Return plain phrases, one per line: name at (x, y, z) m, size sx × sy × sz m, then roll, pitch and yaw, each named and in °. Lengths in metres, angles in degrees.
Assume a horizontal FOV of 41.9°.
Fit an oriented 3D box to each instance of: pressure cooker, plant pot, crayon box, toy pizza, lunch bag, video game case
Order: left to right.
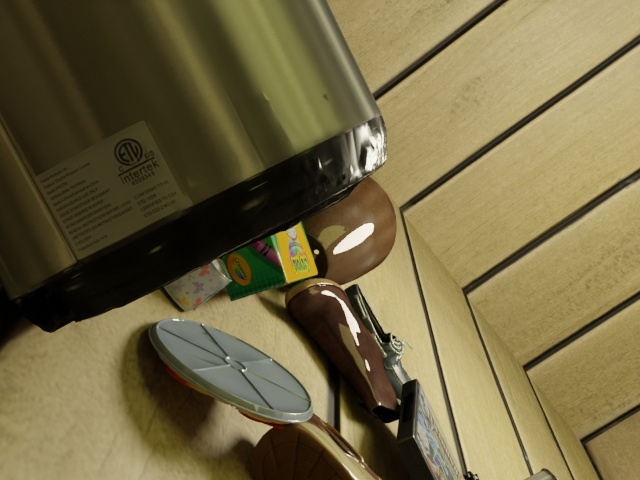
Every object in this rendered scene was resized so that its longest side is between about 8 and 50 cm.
pressure cooker at (-0.174, -0.178, 0.724) m, size 0.420 × 0.370 × 0.375 m, roll 62°, pitch -28°, yaw -6°
lunch bag at (-0.159, 0.037, 1.019) m, size 0.083 × 0.071 × 0.053 m, roll 52°, pitch 9°, yaw -1°
toy pizza at (-0.100, 0.148, 0.914) m, size 0.201 × 0.032 × 0.201 m, roll 28°, pitch 7°, yaw -4°
crayon box at (-0.083, -0.012, 1.179) m, size 0.278 × 0.081 × 0.165 m, roll -2°, pitch 74°, yaw -82°
plant pot at (0.000, 0.000, 1.467) m, size 0.215 × 0.215 × 0.230 m, roll 54°, pitch 27°, yaw -2°
video game case at (0.194, 0.386, 1.336) m, size 0.274 × 0.035 × 0.248 m, roll 65°, pitch 12°, yaw -6°

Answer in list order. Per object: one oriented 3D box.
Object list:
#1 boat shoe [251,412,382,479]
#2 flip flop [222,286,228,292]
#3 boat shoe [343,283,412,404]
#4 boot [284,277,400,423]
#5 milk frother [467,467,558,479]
boat shoe at (0.061, 0.332, 0.940) m, size 0.342 × 0.123 × 0.123 m, roll 48°, pitch 13°, yaw 3°
flip flop at (-0.186, -0.052, 1.167) m, size 0.112 × 0.080 × 0.277 m, roll -45°, pitch 114°, yaw -77°
boat shoe at (0.113, 0.197, 1.568) m, size 0.254 × 0.079 × 0.095 m, roll 55°, pitch 12°, yaw 3°
boot at (0.048, 0.179, 1.349) m, size 0.248 × 0.090 × 0.206 m, roll 43°, pitch 14°, yaw -54°
milk frother at (0.377, 0.487, 1.628) m, size 0.143 × 0.135 × 0.129 m, roll 62°, pitch -16°, yaw 22°
